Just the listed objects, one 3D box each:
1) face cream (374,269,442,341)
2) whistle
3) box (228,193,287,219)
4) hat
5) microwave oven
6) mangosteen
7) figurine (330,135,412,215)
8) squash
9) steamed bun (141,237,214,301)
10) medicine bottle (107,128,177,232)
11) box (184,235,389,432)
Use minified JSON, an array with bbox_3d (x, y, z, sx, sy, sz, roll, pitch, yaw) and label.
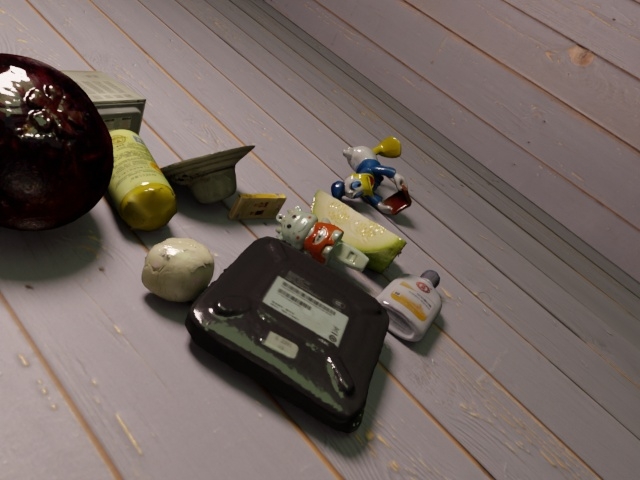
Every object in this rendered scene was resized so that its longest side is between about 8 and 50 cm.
[{"bbox_3d":[0.237,0.146,1.261,0.144,0.071,0.291,39,30,14],"label":"face cream"},{"bbox_3d":[-0.001,0.001,1.231,0.253,0.101,0.106,30,21,7],"label":"whistle"},{"bbox_3d":[-0.154,-0.085,1.252,0.149,0.073,0.020,-4,47,-46],"label":"box"},{"bbox_3d":[-0.259,-0.143,1.195,0.252,0.252,0.110,-28,105,-56],"label":"hat"},{"bbox_3d":[-0.537,-0.275,1.111,0.194,0.145,0.240,36,30,16],"label":"microwave oven"},{"bbox_3d":[-0.516,-0.156,0.853,0.297,0.293,0.297,-17,90,-75],"label":"mangosteen"},{"bbox_3d":[0.154,-0.178,1.633,0.283,0.204,0.338,48,45,14],"label":"figurine"},{"bbox_3d":[0.075,-0.030,1.329,0.289,0.111,0.203,38,-3,6],"label":"squash"},{"bbox_3d":[-0.248,0.058,0.909,0.091,0.112,0.130,26,13,32],"label":"steamed bun"},{"bbox_3d":[-0.388,-0.122,1.053,0.124,0.124,0.239,-3,45,-44],"label":"medicine bottle"},{"bbox_3d":[-0.039,0.157,0.972,0.359,0.091,0.350,31,29,0],"label":"box"}]
